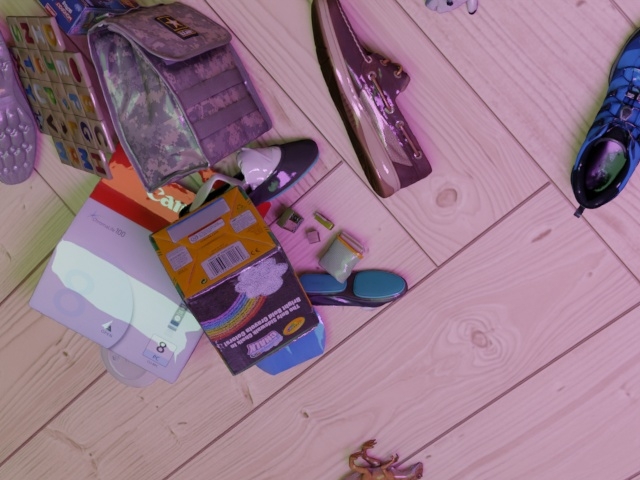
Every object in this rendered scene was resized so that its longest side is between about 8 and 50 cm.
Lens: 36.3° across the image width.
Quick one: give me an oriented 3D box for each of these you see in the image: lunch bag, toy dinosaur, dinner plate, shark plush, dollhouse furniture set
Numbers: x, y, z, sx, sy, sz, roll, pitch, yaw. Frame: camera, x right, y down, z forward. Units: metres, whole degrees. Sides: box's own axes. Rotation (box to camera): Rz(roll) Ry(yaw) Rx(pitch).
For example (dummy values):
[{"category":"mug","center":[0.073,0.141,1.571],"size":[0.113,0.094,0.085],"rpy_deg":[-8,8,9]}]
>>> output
[{"category":"lunch bag","center":[-0.239,-0.261,1.618],"size":[0.169,0.235,0.287],"rpy_deg":[-21,101,30]},{"category":"toy dinosaur","center":[0.086,0.445,1.844],"size":[0.212,0.064,0.112],"rpy_deg":[-15,104,23]},{"category":"dinner plate","center":[-0.384,0.234,1.961],"size":[0.141,0.017,0.141],"rpy_deg":[6,110,19]},{"category":"shark plush","center":[0.217,-0.425,1.508],"size":[0.067,0.073,0.161],"rpy_deg":[41,126,36]},{"category":"dollhouse furniture set","center":[0.000,0.000,1.702],"size":[0.152,0.058,0.076],"rpy_deg":[38,94,20]}]

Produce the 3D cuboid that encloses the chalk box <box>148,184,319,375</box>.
[{"category":"chalk box","center":[-0.132,0.087,1.652],"size":[0.180,0.179,0.289],"rpy_deg":[-30,138,-6]}]

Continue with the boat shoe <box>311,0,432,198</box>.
[{"category":"boat shoe","center":[0.087,-0.245,1.593],"size":[0.123,0.123,0.342],"rpy_deg":[-23,95,-6]}]

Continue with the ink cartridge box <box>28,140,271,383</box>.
[{"category":"ink cartridge box","center":[-0.311,0.029,1.780],"size":[0.308,0.091,0.385],"rpy_deg":[29,108,-2]}]

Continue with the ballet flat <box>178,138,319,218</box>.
[{"category":"ballet flat","center":[-0.131,-0.094,1.680],"size":[0.280,0.095,0.096],"rpy_deg":[-39,130,11]}]

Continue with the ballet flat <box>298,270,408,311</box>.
[{"category":"ballet flat","center":[0.058,0.092,1.735],"size":[0.203,0.074,0.074],"rpy_deg":[0,108,14]}]

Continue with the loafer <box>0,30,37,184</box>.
[{"category":"loafer","center":[-0.610,-0.261,1.830],"size":[0.111,0.112,0.319],"rpy_deg":[31,133,52]}]

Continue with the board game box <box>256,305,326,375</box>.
[{"category":"board game box","center":[-0.068,0.169,1.821],"size":[0.169,0.033,0.133],"rpy_deg":[-27,93,20]}]

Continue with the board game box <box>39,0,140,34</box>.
[{"category":"board game box","center":[-0.401,-0.418,1.664],"size":[0.060,0.194,0.194],"rpy_deg":[-48,69,20]}]

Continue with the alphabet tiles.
[{"category":"alphabet tiles","center":[-0.457,-0.251,1.698],"size":[0.343,0.011,0.285],"rpy_deg":[18,129,53]}]

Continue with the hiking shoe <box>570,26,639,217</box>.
[{"category":"hiking shoe","center":[0.466,-0.178,1.460],"size":[0.113,0.132,0.304],"rpy_deg":[21,113,11]}]
